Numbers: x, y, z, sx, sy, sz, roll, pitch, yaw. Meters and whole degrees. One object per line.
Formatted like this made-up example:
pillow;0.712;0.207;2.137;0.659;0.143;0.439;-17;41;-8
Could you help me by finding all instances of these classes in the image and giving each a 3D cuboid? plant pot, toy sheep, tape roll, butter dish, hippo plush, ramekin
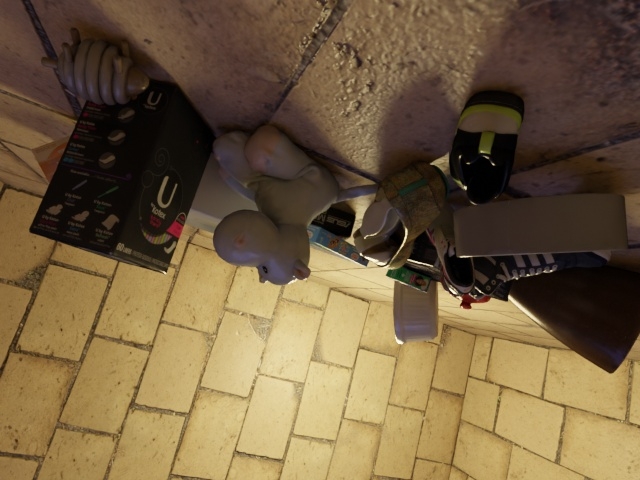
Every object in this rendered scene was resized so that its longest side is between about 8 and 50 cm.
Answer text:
plant pot;0.543;0.129;0.878;0.230;0.215;0.215;26;175;31
toy sheep;-0.298;-0.227;0.544;0.132;0.091;0.091;13;169;-12
tape roll;0.308;-0.016;0.590;0.219;0.072;0.219;-3;178;0
butter dish;0.447;0.149;1.226;0.160;0.118;0.160;6;165;39
hippo plush;-0.089;-0.040;0.754;0.294;0.236;0.234;24;165;-34
ramekin;0.320;0.205;1.338;0.127;0.273;0.273;-1;163;19

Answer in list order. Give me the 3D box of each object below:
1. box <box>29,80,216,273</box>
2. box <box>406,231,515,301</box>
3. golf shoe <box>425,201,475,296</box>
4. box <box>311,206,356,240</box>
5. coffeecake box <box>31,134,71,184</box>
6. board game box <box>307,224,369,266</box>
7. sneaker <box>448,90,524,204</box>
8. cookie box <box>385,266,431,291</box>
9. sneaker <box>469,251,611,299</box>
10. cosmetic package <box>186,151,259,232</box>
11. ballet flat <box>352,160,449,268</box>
box;-0.301;-0.102;0.660;0.143;0.270;0.165;14;168;10
box;0.284;0.050;0.994;0.307;0.076;0.242;24;175;-34
golf shoe;0.233;0.003;0.716;0.067;0.186;0.086;-14;164;1
box;-0.044;-0.046;1.107;0.216;0.060;0.270;17;168;-9
coffeecake box;-0.500;-0.132;0.884;0.185;0.142;0.068;62;162;-3
board game box;0.000;0.000;0.952;0.160;0.039;0.211;18;175;41
sneaker;0.195;-0.087;0.511;0.084;0.097;0.235;11;167;23
cookie box;0.228;0.097;1.049;0.107;0.040;0.092;20;178;17
sneaker;0.377;0.050;0.768;0.282;0.153;0.099;13;168;15
cosmetic package;-0.266;-0.106;0.932;0.224;0.138;0.225;20;166;-22
ballet flat;0.119;-0.020;0.747;0.123;0.123;0.348;16;157;0
